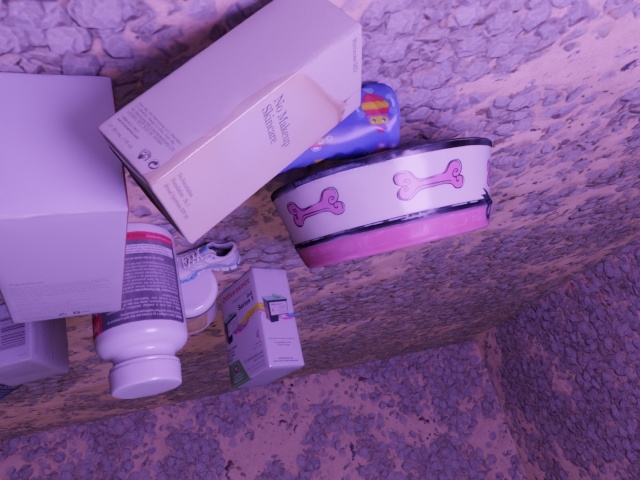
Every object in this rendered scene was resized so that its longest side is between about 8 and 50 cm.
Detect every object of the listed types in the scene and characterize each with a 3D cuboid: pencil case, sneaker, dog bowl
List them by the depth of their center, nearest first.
[{"bbox_3d":[-0.023,-0.166,0.872,0.306,0.119,0.133,-12,-177,-9],"label":"pencil case"},{"bbox_3d":[0.123,-0.056,1.004,0.408,0.150,0.408,-13,177,-1],"label":"dog bowl"},{"bbox_3d":[-0.277,0.038,1.254,0.191,0.071,0.083,-17,152,-19],"label":"sneaker"}]

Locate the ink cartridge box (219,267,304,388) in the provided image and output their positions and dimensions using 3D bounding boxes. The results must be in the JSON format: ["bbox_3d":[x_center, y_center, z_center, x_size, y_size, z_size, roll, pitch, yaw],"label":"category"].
[{"bbox_3d":[-0.167,0.239,1.496,0.117,0.278,0.201,8,148,-37],"label":"ink cartridge box"}]

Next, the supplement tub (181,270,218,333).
[{"bbox_3d":[-0.328,0.147,1.353,0.144,0.144,0.199,-8,156,-16],"label":"supplement tub"}]

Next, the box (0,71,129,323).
[{"bbox_3d":[-0.384,-0.044,0.799,0.168,0.215,0.345,-5,155,-24],"label":"box"}]

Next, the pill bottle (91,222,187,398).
[{"bbox_3d":[-0.362,0.140,1.093,0.176,0.318,0.176,-13,156,-6],"label":"pill bottle"}]

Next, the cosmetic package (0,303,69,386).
[{"bbox_3d":[-0.728,0.251,1.328,0.151,0.151,0.183,-14,156,-2],"label":"cosmetic package"}]

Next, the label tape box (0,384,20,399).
[{"bbox_3d":[-0.961,0.369,1.506,0.334,0.106,0.241,-31,153,29],"label":"label tape box"}]

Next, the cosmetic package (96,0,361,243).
[{"bbox_3d":[-0.095,-0.157,0.687,0.309,0.113,0.160,-41,160,-12],"label":"cosmetic package"}]
